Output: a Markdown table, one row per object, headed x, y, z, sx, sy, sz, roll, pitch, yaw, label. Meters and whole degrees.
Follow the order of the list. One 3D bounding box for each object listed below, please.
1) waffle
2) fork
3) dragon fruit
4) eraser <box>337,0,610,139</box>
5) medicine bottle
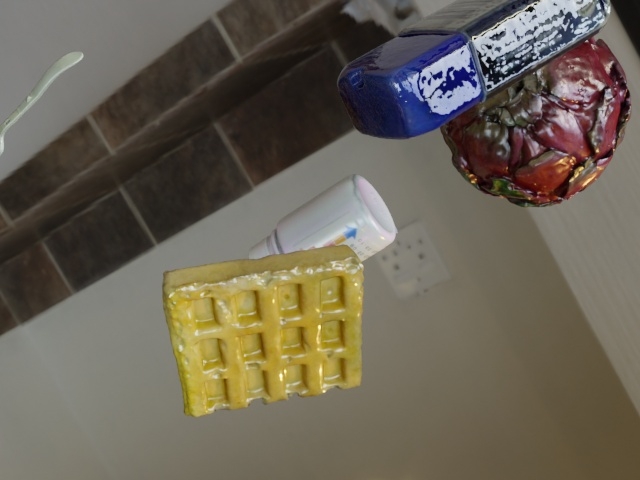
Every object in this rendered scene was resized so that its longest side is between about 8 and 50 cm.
| x | y | z | sx | sy | sz | roll | pitch | yaw | label |
| --- | --- | --- | --- | --- | --- | --- | --- | --- | --- |
| -0.069 | 0.117 | 1.061 | 0.247 | 0.221 | 0.055 | -8 | -145 | -9 | waffle |
| -0.376 | -0.162 | 1.036 | 0.219 | 0.034 | 0.028 | -41 | 144 | 11 | fork |
| 0.355 | -0.209 | 1.378 | 0.329 | 0.329 | 0.329 | -29 | -176 | 2 | dragon fruit |
| 0.191 | -0.237 | 1.006 | 0.332 | 0.102 | 0.155 | -33 | -155 | -19 | eraser |
| 0.000 | 0.000 | 1.744 | 0.293 | 0.170 | 0.170 | -32 | -177 | 18 | medicine bottle |
